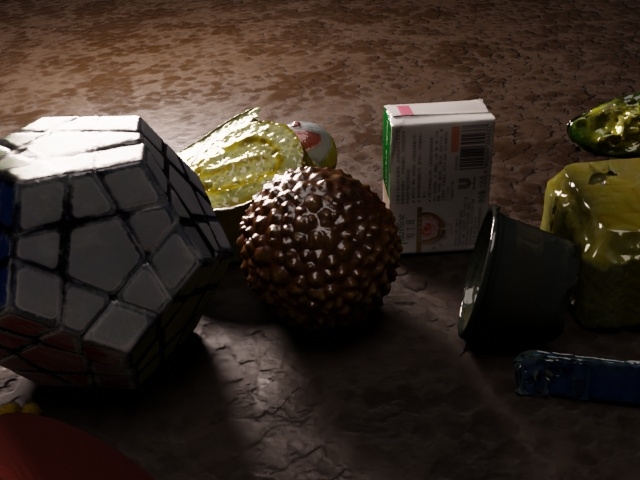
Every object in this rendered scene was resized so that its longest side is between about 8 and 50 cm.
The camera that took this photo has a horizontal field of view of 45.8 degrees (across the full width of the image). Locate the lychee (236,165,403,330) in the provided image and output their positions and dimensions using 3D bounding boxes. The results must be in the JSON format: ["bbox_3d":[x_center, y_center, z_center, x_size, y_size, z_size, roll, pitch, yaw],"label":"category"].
[{"bbox_3d":[0.000,0.000,0.915,0.200,0.200,0.238,2,44,9],"label":"lychee"}]

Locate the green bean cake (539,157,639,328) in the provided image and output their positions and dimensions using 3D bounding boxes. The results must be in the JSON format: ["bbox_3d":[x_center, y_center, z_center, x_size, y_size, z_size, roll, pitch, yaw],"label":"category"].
[{"bbox_3d":[0.408,-0.007,0.937,0.233,0.124,0.236,-3,31,1],"label":"green bean cake"}]

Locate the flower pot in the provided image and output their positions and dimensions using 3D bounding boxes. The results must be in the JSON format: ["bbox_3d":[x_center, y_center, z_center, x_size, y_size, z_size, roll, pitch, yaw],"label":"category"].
[{"bbox_3d":[0.225,0.048,0.861,0.107,0.157,0.157,16,34,5],"label":"flower pot"}]

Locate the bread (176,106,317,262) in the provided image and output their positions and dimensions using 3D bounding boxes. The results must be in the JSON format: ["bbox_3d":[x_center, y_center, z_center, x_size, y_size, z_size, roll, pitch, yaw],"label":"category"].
[{"bbox_3d":[-0.128,-0.068,1.068,0.257,0.124,0.186,-23,48,1],"label":"bread"}]

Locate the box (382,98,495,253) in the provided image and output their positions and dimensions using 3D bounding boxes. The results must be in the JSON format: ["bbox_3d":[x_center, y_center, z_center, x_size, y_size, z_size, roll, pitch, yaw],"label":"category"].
[{"bbox_3d":[0.154,-0.083,1.018,0.135,0.199,0.081,-3,29,-2],"label":"box"}]

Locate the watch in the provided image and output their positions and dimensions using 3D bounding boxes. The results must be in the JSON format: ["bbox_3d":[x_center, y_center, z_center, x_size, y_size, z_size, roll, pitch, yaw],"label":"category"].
[{"bbox_3d":[0.306,0.205,0.659,0.275,0.068,0.276,4,33,13],"label":"watch"}]

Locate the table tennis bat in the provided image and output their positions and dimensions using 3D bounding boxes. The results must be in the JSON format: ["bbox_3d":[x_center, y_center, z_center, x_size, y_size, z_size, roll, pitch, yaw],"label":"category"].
[{"bbox_3d":[-0.191,0.191,0.558,0.200,0.310,0.038,38,88,32],"label":"table tennis bat"}]

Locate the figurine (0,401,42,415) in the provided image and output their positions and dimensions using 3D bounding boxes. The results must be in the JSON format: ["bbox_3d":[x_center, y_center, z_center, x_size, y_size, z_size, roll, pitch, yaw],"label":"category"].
[{"bbox_3d":[-0.302,0.204,0.740,0.101,0.068,0.143,12,18,13],"label":"figurine"}]

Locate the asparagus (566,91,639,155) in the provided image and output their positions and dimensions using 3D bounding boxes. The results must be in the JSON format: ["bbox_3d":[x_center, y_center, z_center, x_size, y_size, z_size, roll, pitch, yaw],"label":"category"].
[{"bbox_3d":[0.612,-0.207,1.261,0.382,0.108,0.128,-11,33,-7],"label":"asparagus"}]

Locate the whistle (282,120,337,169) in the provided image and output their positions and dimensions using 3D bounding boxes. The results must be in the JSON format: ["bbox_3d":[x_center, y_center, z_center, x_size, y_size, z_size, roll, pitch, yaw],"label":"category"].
[{"bbox_3d":[-0.031,-0.109,1.175,0.123,0.122,0.223,-4,46,0],"label":"whistle"}]

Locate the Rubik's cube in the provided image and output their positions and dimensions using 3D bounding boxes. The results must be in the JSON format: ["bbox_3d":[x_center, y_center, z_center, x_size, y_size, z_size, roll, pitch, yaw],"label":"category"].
[{"bbox_3d":[-0.259,0.013,0.848,0.319,0.318,0.264,25,15,39],"label":"Rubik's cube"}]
